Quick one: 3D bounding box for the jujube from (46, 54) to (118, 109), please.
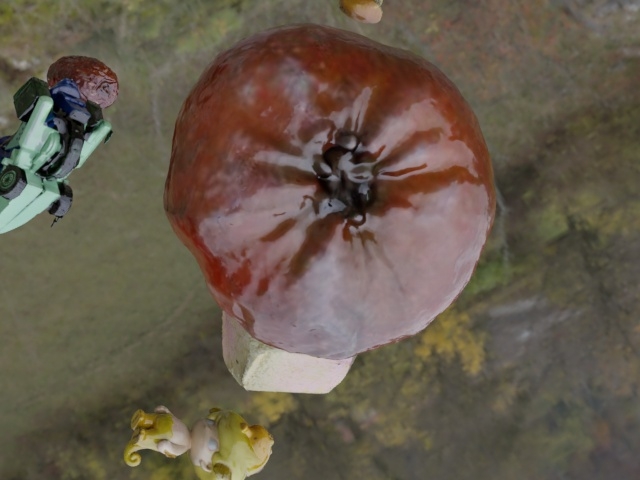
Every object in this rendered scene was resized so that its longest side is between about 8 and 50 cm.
[{"bbox_3d":[-0.499,-0.330,2.277,0.109,0.176,0.112,-30,125,-40],"label":"jujube"}]

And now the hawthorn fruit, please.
[{"bbox_3d":[-0.003,-0.033,0.821,0.242,0.242,0.271,-25,-177,-10],"label":"hawthorn fruit"}]

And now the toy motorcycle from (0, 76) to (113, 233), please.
[{"bbox_3d":[-0.456,-0.105,1.630,0.331,0.196,0.125,-42,142,25],"label":"toy motorcycle"}]

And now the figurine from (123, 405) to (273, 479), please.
[{"bbox_3d":[-0.193,0.335,1.788,0.246,0.156,0.131,20,125,-23],"label":"figurine"}]

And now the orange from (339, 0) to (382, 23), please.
[{"bbox_3d":[0.072,-0.414,1.897,0.086,0.086,0.062,-12,125,-40],"label":"orange"}]

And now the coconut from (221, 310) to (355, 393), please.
[{"bbox_3d":[-0.036,0.156,1.943,0.245,0.233,0.233,1,151,-21],"label":"coconut"}]
